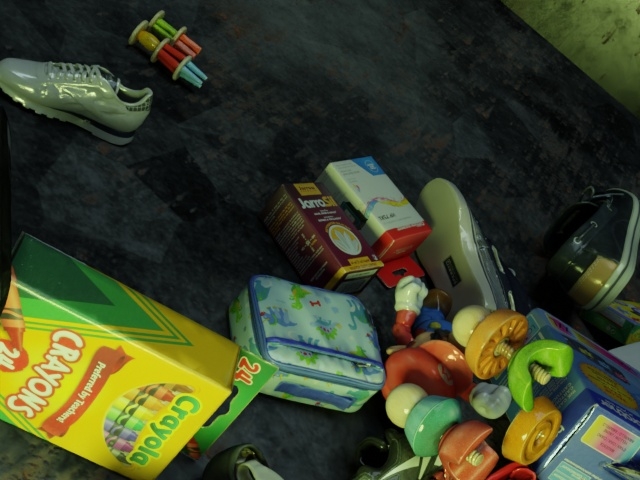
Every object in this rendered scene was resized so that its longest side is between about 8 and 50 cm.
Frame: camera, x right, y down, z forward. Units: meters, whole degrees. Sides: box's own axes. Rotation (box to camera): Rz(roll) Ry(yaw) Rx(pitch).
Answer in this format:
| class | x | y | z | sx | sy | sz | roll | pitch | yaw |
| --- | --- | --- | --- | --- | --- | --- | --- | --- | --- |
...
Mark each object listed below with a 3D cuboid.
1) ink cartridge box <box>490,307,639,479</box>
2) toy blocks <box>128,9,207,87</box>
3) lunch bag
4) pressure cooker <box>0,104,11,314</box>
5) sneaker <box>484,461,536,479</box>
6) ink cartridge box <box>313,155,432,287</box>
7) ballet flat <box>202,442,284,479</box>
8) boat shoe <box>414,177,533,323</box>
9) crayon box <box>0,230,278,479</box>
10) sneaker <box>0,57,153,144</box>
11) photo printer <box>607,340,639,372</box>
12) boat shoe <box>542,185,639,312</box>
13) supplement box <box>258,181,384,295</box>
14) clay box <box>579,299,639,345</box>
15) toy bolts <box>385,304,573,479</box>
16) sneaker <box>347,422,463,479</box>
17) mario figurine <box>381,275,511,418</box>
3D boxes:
| class | x | y | z | sx | sy | sz | roll | pitch | yaw |
| --- | --- | --- | --- | --- | --- | --- | --- | --- | --- |
| ink cartridge box | 0.438 | 0.298 | 1.583 | 0.270 | 0.151 | 0.395 | 31 | 17 | -15 |
| toy blocks | -0.255 | -0.338 | 1.844 | 0.148 | 0.054 | 0.123 | 38 | 33 | -2 |
| lunch bag | -0.016 | 0.149 | 1.462 | 0.219 | 0.090 | 0.176 | 18 | 41 | -29 |
| pressure cooker | -0.482 | -0.069 | 0.940 | 0.375 | 0.369 | 0.421 | 69 | 10 | -55 |
| sneaker | 0.291 | 0.379 | 1.450 | 0.221 | 0.128 | 0.087 | 10 | 44 | -36 |
| ink cartridge box | 0.102 | -0.035 | 1.813 | 0.231 | 0.078 | 0.134 | 51 | 34 | 17 |
| ballet flat | -0.045 | 0.353 | 1.172 | 0.095 | 0.096 | 0.280 | -8 | 56 | -50 |
| boat shoe | 0.278 | 0.047 | 1.871 | 0.158 | 0.127 | 0.341 | 22 | 44 | -37 |
| crayon box | -0.231 | 0.149 | 1.134 | 0.318 | 0.202 | 0.081 | 29 | 34 | -16 |
| sneaker | -0.372 | -0.233 | 1.561 | 0.235 | 0.095 | 0.090 | 19 | 39 | -27 |
| photo printer | 0.633 | 0.331 | 1.876 | 0.256 | 0.107 | 0.308 | -3 | 51 | -47 |
| boat shoe | 0.558 | -0.015 | 2.139 | 0.156 | 0.187 | 0.500 | 34 | 27 | 3 |
| supplement box | 0.000 | 0.000 | 1.663 | 0.104 | 0.081 | 0.188 | -8 | 55 | -49 |
| clay box | 0.648 | 0.169 | 2.101 | 0.222 | 0.053 | 0.127 | 7 | 20 | -39 |
| toy bolts | 0.202 | 0.217 | 1.377 | 0.228 | 0.218 | 0.158 | -37 | 49 | -23 |
| sneaker | 0.123 | 0.301 | 1.403 | 0.135 | 0.098 | 0.276 | 46 | 34 | 7 |
| mario figurine | 0.199 | 0.157 | 1.558 | 0.198 | 0.170 | 0.320 | 7 | 15 | 12 |
